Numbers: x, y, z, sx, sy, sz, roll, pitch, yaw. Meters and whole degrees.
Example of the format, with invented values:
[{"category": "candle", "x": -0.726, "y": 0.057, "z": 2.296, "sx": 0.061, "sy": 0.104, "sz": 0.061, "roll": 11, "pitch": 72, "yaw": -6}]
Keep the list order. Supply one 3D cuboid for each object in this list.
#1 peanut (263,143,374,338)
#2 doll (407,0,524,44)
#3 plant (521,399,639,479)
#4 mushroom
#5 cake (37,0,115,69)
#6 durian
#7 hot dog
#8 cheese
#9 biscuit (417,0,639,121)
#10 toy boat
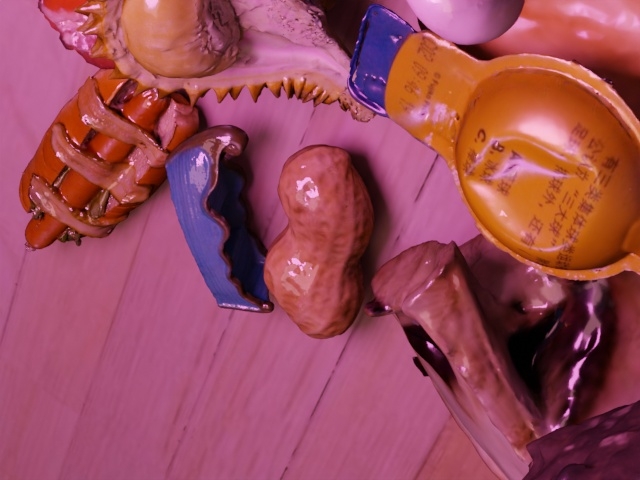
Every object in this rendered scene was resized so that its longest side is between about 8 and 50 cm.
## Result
[{"category": "peanut", "x": -0.002, "y": 0.000, "z": 1.501, "sx": 0.089, "sy": 0.089, "sz": 0.193, "roll": 21, "pitch": 128, "yaw": 22}, {"category": "doll", "x": 0.077, "y": -0.322, "z": 1.116, "sx": 0.376, "sy": 0.187, "sz": 0.365, "roll": 37, "pitch": 116, "yaw": 46}, {"category": "plant", "x": 0.210, "y": 0.231, "z": 1.240, "sx": 0.312, "sy": 0.215, "sz": 0.213, "roll": -23, "pitch": 101, "yaw": 3}, {"category": "mushroom", "x": 0.169, "y": 0.082, "z": 1.424, "sx": 0.292, "sy": 0.217, "sz": 0.212, "roll": 41, "pitch": 91, "yaw": -14}, {"category": "cake", "x": -0.179, "y": -0.263, "z": 1.430, "sx": 0.135, "sy": 0.098, "sz": 0.287, "roll": 11, "pitch": 126, "yaw": 29}, {"category": "durian", "x": -0.071, "y": -0.187, "z": 1.335, "sx": 0.166, "sy": 0.172, "sz": 0.306, "roll": -11, "pitch": 146, "yaw": 40}, {"category": "hot dog", "x": -0.196, "y": -0.068, "z": 1.595, "sx": 0.109, "sy": 0.072, "sz": 0.269, "roll": 37, "pitch": 136, "yaw": -9}, {"category": "cheese", "x": 0.129, "y": -0.068, "z": 1.243, "sx": 0.270, "sy": 0.069, "sz": 0.177, "roll": 34, "pitch": 136, "yaw": 19}, {"category": "biscuit", "x": 0.219, "y": -0.157, "z": 1.226, "sx": 0.326, "sy": 0.107, "sz": 0.325, "roll": 20, "pitch": 129, "yaw": 27}, {"category": "toy boat", "x": -0.073, "y": -0.022, "z": 1.530, "sx": 0.077, "sy": 0.075, "sz": 0.185, "roll": -7, "pitch": 128, "yaw": 18}]
